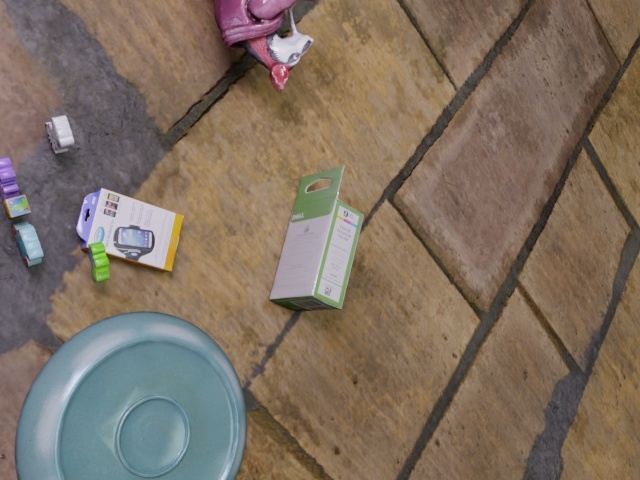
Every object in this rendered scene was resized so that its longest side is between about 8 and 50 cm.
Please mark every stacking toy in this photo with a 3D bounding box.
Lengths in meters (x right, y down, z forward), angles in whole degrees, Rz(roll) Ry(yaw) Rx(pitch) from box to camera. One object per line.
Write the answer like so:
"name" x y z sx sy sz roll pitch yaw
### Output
"stacking toy" -0.357 -0.031 0.829 0.167 0.052 0.221 -18 95 -31

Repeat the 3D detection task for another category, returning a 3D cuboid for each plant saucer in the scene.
"plant saucer" -0.221 0.250 0.910 0.318 0.044 0.317 6 81 -38

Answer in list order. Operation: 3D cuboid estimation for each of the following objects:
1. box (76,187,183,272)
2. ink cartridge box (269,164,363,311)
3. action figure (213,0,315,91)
"box" -0.253 -0.014 0.932 0.136 0.028 0.081 20 72 -32
"ink cartridge box" 0.000 0.000 1.077 0.062 0.109 0.209 26 68 -33
"action figure" -0.106 -0.384 0.961 0.276 0.248 0.370 -12 88 -38
